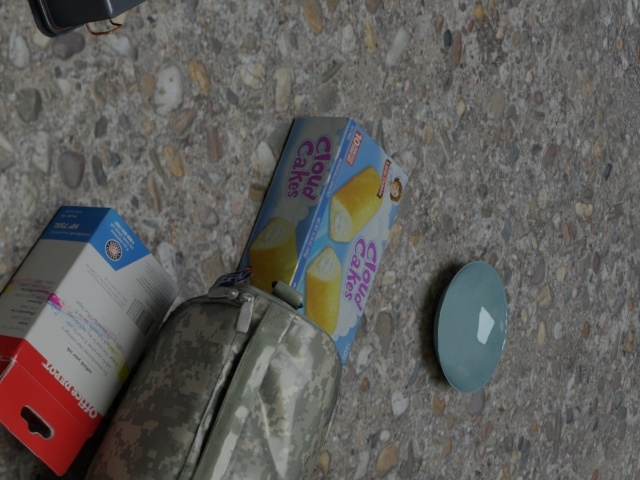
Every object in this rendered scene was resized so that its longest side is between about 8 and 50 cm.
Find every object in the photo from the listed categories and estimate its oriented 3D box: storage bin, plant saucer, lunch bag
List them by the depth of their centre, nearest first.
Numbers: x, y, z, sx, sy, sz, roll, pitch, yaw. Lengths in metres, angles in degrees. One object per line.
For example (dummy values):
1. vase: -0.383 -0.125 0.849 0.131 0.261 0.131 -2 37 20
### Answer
1. storage bin: -0.206 -0.251 1.253 0.135 0.091 0.098 -39 123 -42
2. lunch bag: -0.102 0.205 1.264 0.256 0.213 0.305 121 -8 -70
3. plant saucer: 0.210 0.125 1.874 0.195 0.037 0.194 -8 100 -52

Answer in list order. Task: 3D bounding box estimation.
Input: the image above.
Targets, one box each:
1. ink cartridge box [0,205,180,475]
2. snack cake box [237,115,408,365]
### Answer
1. ink cartridge box: -0.248 0.095 1.245 0.134 0.078 0.231 55 52 -39
2. snack cake box: 0.000 0.000 1.548 0.152 0.089 0.264 39 64 -46
